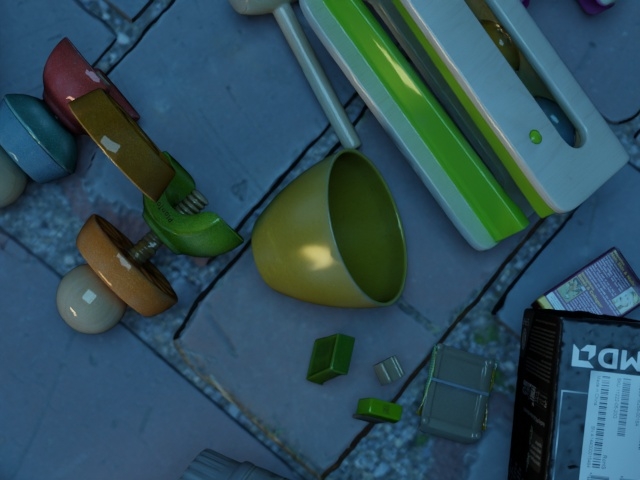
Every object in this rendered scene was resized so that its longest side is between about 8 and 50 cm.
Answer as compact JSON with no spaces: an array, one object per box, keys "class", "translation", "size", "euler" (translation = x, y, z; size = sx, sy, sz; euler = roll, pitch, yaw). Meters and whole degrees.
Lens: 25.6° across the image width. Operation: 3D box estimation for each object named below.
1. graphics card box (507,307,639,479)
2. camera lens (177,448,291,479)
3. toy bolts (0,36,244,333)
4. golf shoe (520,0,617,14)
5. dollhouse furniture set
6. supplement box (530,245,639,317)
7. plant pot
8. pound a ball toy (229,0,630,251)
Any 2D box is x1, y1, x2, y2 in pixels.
[{"class":"graphics card box","translation":[0.187,0.237,1.053],"size":[0.094,0.233,0.370],"euler":[5,88,3]},{"class":"camera lens","translation":[-0.020,0.311,1.071],"size":[0.274,0.219,0.219],"euler":[30,82,6]},{"class":"toy bolts","translation":[-0.210,-0.047,1.156],"size":[0.158,0.218,0.228],"euler":[-41,64,1]},{"class":"golf shoe","translation":[0.131,-0.274,1.222],"size":[0.306,0.115,0.140],"euler":[7,88,5]},{"class":"dollhouse furniture set","translation":[0.069,0.122,1.200],"size":[0.152,0.058,0.076],"euler":[17,73,-16]},{"class":"supplement box","translation":[0.229,0.051,1.199],"size":[0.083,0.043,0.055],"euler":[-33,82,-3]},{"class":"plant pot","translation":[0.000,0.000,1.179],"size":[0.095,0.134,0.134],"euler":[-16,79,28]},{"class":"pound a ball toy","translation":[0.092,-0.152,1.193],"size":[0.136,0.208,0.319],"euler":[-38,94,-32]}]
